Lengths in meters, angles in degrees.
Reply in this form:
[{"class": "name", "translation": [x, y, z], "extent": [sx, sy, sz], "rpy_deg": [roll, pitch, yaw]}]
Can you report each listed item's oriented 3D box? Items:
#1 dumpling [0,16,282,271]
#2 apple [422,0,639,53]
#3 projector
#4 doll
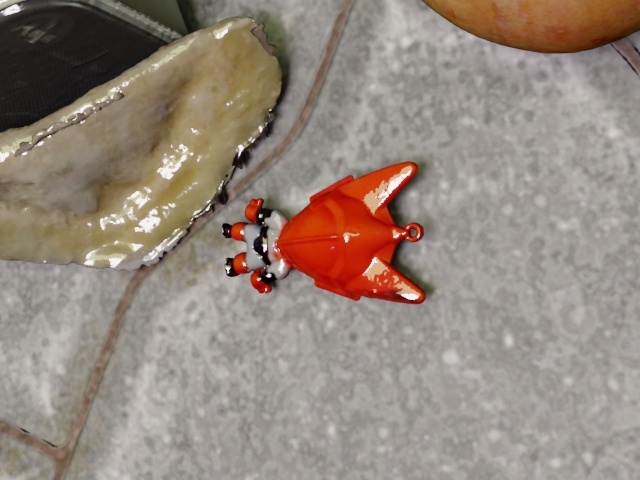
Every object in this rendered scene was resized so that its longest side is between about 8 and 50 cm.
[{"class": "dumpling", "translation": [-0.176, -0.063, 1.053], "extent": [0.332, 0.166, 0.086], "rpy_deg": [-22, 34, 2]}, {"class": "apple", "translation": [0.156, -0.254, 0.889], "extent": [0.261, 0.194, 0.261], "rpy_deg": [-1, 87, 21]}, {"class": "projector", "translation": [-0.276, -0.227, 1.019], "extent": [0.248, 0.248, 0.249], "rpy_deg": [-24, 77, 17]}, {"class": "doll", "translation": [0.000, 0.000, 0.994], "extent": [0.169, 0.057, 0.109], "rpy_deg": [-5, 85, 19]}]
